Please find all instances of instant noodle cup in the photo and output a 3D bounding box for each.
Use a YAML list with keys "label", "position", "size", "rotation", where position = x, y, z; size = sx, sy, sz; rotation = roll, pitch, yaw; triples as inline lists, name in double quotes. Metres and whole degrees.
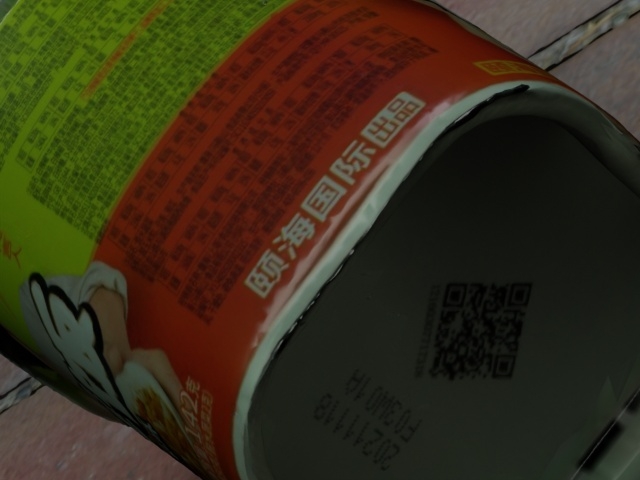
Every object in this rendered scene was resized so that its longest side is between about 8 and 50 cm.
- label: "instant noodle cup"
  position: [0.000, 0.000, 0.863]
  size: [0.294, 0.294, 0.308]
  rotation: [-53, 37, -3]
